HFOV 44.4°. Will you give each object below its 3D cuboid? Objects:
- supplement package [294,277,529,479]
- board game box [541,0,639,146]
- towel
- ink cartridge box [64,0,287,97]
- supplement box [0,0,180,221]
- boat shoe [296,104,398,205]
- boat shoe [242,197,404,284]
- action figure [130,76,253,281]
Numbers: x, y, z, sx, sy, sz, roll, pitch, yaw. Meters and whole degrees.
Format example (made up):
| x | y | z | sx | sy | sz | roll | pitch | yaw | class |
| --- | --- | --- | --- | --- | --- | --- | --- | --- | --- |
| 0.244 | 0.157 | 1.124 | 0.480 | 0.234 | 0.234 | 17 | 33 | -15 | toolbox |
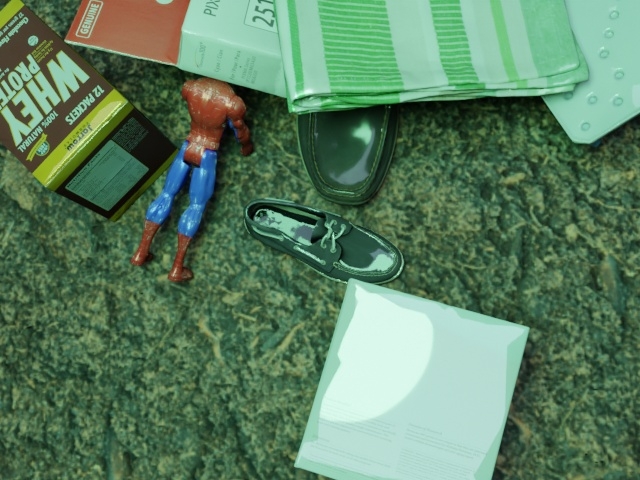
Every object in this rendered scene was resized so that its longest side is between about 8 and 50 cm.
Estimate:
| x | y | z | sx | sy | sz | roll | pitch | yaw | class |
| --- | --- | --- | --- | --- | --- | --- | --- | --- | --- |
| 0.101 | 0.170 | 0.856 | 0.194 | 0.149 | 0.203 | 15 | 82 | 10 | supplement package |
| 0.363 | -0.357 | 0.887 | 0.390 | 0.050 | 0.389 | -34 | 66 | 16 | board game box |
| 0.110 | -0.260 | 0.848 | 0.325 | 0.038 | 0.247 | -7 | 73 | -9 | towel |
| -0.130 | -0.319 | 0.922 | 0.261 | 0.066 | 0.296 | 12 | 55 | -8 | ink cartridge box |
| -0.303 | -0.148 | 0.941 | 0.191 | 0.194 | 0.129 | 43 | 87 | 12 | supplement box |
| 0.033 | -0.222 | 0.942 | 0.132 | 0.130 | 0.355 | 2 | 80 | 7 | boat shoe |
| 0.000 | 0.000 | 0.942 | 0.206 | 0.065 | 0.075 | 20 | 83 | 10 | boat shoe |
| -0.143 | -0.101 | 0.976 | 0.092 | 0.139 | 0.280 | 23 | 106 | 8 | action figure |
